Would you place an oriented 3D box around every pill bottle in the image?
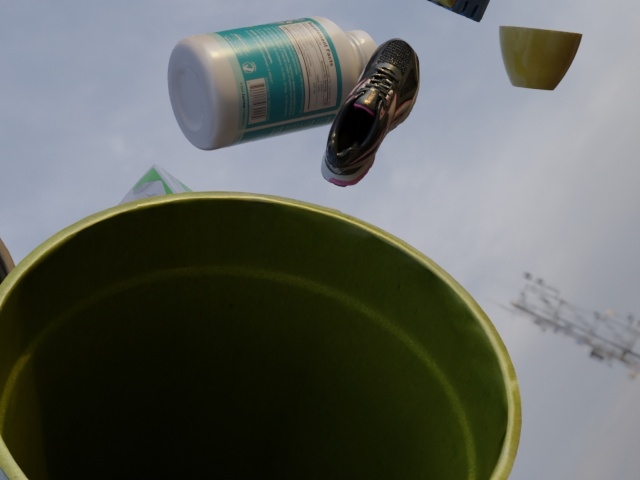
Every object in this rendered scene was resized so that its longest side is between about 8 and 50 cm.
[{"bbox_3d":[-0.053,-0.209,1.420,0.264,0.146,0.146,-15,-49,-29],"label":"pill bottle"}]

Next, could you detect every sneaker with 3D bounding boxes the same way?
[{"bbox_3d":[0.059,-0.145,1.192,0.077,0.072,0.178,82,-149,-75],"label":"sneaker"}]

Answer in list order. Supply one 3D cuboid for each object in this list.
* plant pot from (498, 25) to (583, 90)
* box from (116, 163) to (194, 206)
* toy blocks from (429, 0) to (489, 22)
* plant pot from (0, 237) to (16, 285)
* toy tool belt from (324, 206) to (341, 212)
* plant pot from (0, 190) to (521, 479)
[{"bbox_3d":[0.349,-0.293,1.770,0.134,0.134,0.095,-12,-70,-61],"label":"plant pot"},{"bbox_3d":[-0.186,0.030,1.738,0.127,0.262,0.231,-48,-54,4],"label":"box"},{"bbox_3d":[0.129,-0.327,0.989,0.381,0.191,0.261,6,-67,-50],"label":"toy blocks"},{"bbox_3d":[-0.501,0.129,1.314,0.323,0.323,0.280,-56,-5,-19],"label":"plant pot"},{"bbox_3d":[0.000,0.000,1.332,0.083,0.052,0.051,106,166,-51],"label":"toy tool belt"},{"bbox_3d":[-0.074,0.210,0.847,0.366,0.366,0.353,-39,-29,-44],"label":"plant pot"}]
